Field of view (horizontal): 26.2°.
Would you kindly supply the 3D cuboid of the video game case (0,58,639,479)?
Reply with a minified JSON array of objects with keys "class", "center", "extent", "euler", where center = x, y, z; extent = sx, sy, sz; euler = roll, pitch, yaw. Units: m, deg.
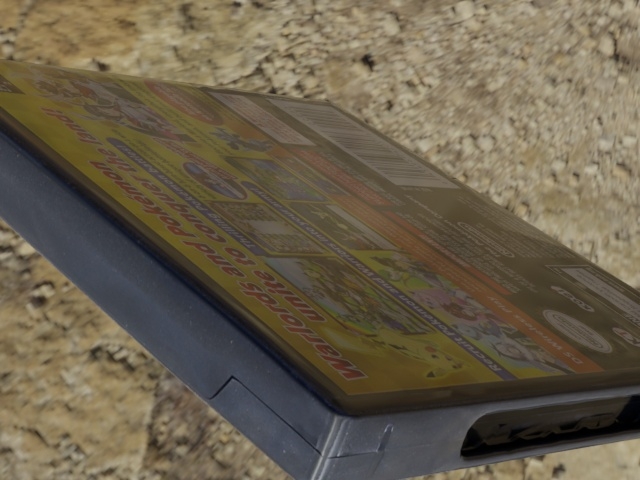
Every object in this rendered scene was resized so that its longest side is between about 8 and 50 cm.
[{"class":"video game case","center":[0.000,0.000,0.555],"extent":[0.275,0.248,0.035],"euler":[36,113,38]}]
